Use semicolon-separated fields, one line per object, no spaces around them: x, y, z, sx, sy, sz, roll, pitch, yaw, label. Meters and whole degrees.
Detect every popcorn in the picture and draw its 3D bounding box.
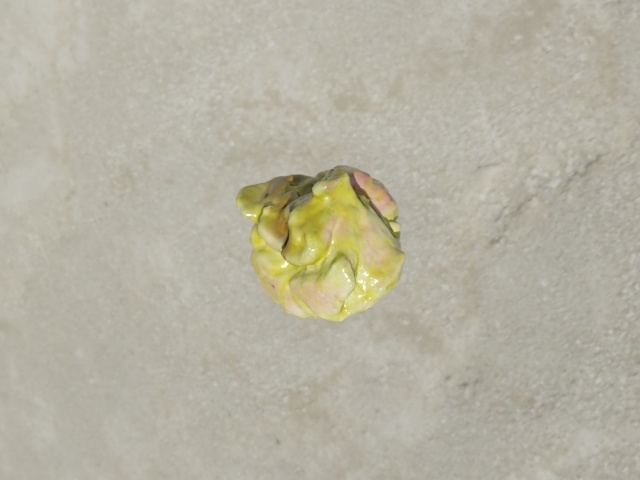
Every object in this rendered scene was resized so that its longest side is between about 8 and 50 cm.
0.001;0.002;0.525;0.097;0.089;0.109;-44;49;18;popcorn
